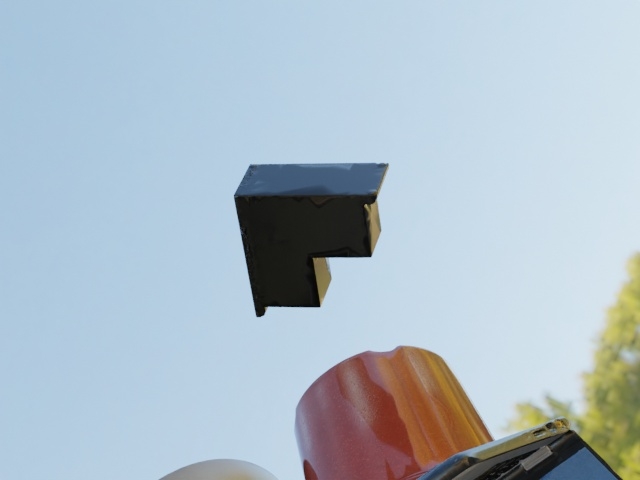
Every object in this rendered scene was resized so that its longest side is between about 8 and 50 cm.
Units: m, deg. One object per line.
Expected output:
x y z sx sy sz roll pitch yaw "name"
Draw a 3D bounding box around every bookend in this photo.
0.000 0.000 1.646 0.072 0.157 0.156 -67 -28 -56 "bookend"

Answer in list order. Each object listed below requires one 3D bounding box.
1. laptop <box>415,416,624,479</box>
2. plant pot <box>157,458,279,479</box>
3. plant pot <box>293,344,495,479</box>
0.109 0.354 1.305 0.382 0.236 0.408 -39 -16 20 "laptop"
-0.102 0.420 1.754 0.284 0.191 0.284 -14 -63 -28 "plant pot"
0.098 0.277 1.674 0.272 0.265 0.272 -11 -46 -11 "plant pot"
